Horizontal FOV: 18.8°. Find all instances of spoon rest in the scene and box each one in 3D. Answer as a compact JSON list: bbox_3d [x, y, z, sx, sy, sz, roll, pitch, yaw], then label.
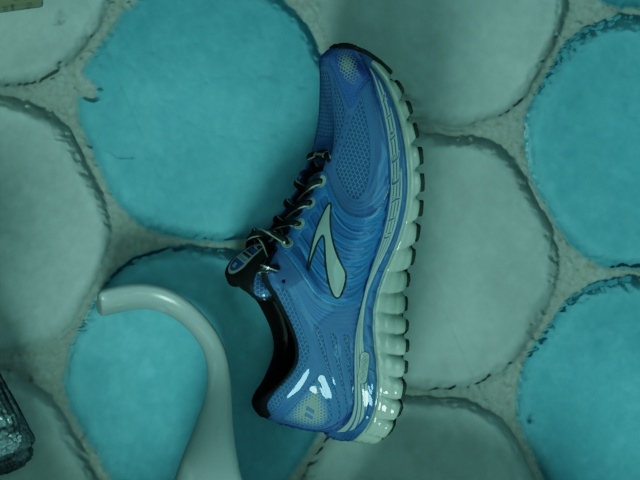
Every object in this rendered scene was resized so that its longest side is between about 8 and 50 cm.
[{"bbox_3d":[-0.096,0.157,1.581,0.084,0.137,0.276,-22,80,-12],"label":"spoon rest"}]

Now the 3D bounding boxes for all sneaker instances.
[{"bbox_3d":[0.000,0.000,1.592,0.147,0.130,0.330,4,88,-11],"label":"sneaker"}]

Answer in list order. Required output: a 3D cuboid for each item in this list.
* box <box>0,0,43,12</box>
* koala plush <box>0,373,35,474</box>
[{"bbox_3d":[-0.383,-0.242,1.542,0.311,0.121,0.148,-10,91,-9],"label":"box"},{"bbox_3d":[-0.366,0.128,1.513,0.221,0.196,0.203,-28,81,-8],"label":"koala plush"}]
